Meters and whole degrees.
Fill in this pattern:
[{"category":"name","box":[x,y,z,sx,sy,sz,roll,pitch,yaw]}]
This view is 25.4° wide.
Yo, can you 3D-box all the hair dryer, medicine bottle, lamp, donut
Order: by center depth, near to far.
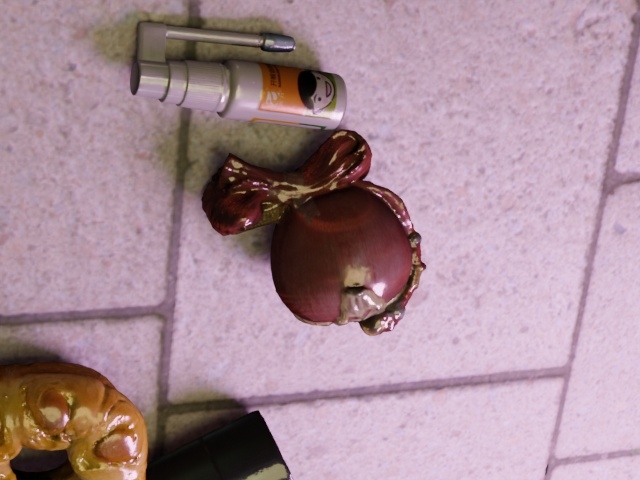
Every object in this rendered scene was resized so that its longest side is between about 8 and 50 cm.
[{"category":"medicine bottle","box":[-0.081,-0.167,1.433,0.220,0.061,0.092,4,88,-25]},{"category":"donut","box":[-0.292,0.228,1.477,0.226,0.114,0.227,-5,108,-16]},{"category":"lamp","box":[-0.002,0.005,1.507,0.215,0.151,0.223,-20,80,-17]},{"category":"hair dryer","box":[-0.133,0.362,1.642,0.244,0.116,0.302,-25,128,-8]}]
